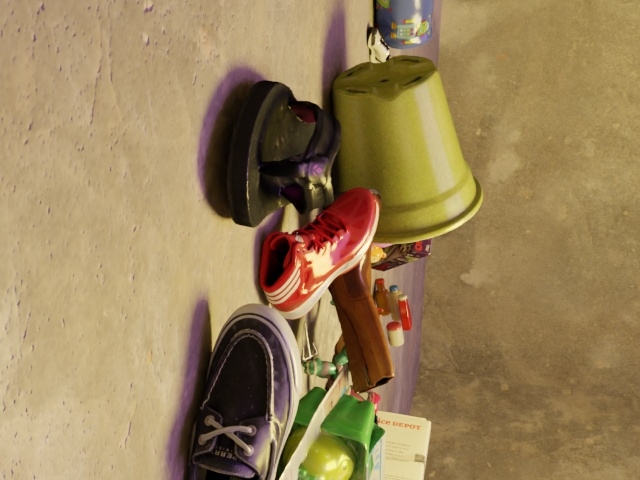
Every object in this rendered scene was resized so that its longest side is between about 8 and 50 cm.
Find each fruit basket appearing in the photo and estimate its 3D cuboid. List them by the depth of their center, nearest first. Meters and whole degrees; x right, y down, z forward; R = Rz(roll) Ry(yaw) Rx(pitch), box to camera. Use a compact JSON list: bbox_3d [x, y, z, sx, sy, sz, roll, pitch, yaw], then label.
[{"bbox_3d":[-0.013,0.415,1.251,0.353,0.165,0.327,-63,157,-51],"label":"fruit basket"}]

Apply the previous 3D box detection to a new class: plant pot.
[{"bbox_3d":[0.131,-0.173,1.438,0.276,0.276,0.253,-66,148,-55],"label":"plant pot"}]

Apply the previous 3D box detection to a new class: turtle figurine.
[{"bbox_3d":[0.034,0.192,1.473,0.175,0.118,0.234,-54,160,-46],"label":"turtle figurine"}]

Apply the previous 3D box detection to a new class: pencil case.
[{"bbox_3d":[0.166,-0.542,1.662,0.119,0.133,0.306,-28,138,-22],"label":"pencil case"}]

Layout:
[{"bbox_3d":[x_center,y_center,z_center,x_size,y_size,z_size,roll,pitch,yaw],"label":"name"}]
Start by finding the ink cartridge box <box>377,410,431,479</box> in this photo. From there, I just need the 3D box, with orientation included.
[{"bbox_3d":[0.162,0.580,2.080,0.114,0.198,0.272,84,18,-47],"label":"ink cartridge box"}]

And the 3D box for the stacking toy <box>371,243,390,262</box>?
[{"bbox_3d":[0.131,-0.053,1.771,0.302,0.175,0.165,105,2,-46],"label":"stacking toy"}]

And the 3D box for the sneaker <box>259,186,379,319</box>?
[{"bbox_3d":[0.000,0.000,1.130,0.221,0.087,0.128,-56,157,-14],"label":"sneaker"}]

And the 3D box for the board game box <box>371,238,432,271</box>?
[{"bbox_3d":[0.193,-0.048,1.942,0.347,0.056,0.208,145,-41,-75],"label":"board game box"}]

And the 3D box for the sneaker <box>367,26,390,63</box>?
[{"bbox_3d":[0.122,-0.405,1.710,0.109,0.044,0.040,62,38,-67],"label":"sneaker"}]

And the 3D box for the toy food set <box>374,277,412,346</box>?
[{"bbox_3d":[0.175,0.191,2.158,0.232,0.111,0.104,-59,141,-61],"label":"toy food set"}]

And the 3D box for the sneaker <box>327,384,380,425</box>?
[{"bbox_3d":[0.068,0.419,1.759,0.299,0.112,0.121,85,16,-46],"label":"sneaker"}]

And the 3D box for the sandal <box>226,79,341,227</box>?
[{"bbox_3d":[-0.017,-0.111,1.050,0.446,0.107,0.167,-34,130,-76],"label":"sandal"}]

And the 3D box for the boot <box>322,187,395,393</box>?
[{"bbox_3d":[0.059,0.083,1.288,0.264,0.096,0.280,124,-42,-59],"label":"boot"}]

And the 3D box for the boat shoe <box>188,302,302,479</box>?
[{"bbox_3d":[-0.095,0.222,0.905,0.102,0.108,0.301,-30,133,-77],"label":"boat shoe"}]
